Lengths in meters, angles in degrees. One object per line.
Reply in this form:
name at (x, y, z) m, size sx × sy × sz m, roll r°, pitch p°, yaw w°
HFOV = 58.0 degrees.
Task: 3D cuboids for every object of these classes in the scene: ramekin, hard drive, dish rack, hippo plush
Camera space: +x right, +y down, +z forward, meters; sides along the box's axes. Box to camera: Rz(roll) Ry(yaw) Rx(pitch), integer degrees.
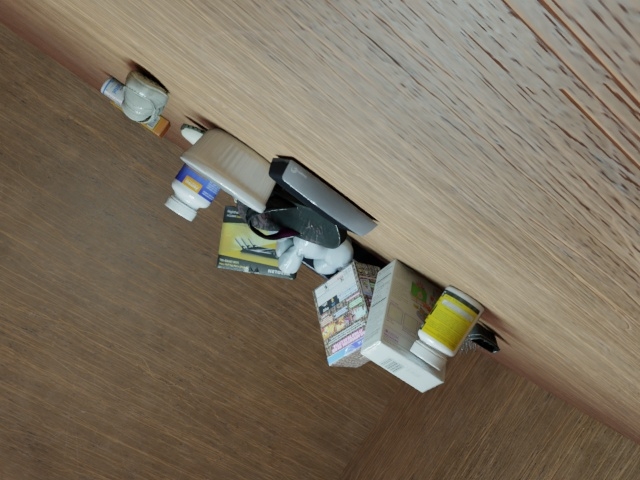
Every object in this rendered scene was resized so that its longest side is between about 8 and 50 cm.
ramekin at (-0.241, -0.201, 1.609) m, size 0.273 × 0.127 × 0.273 m, roll 34°, pitch 177°, yaw 2°
hard drive at (-0.001, -0.099, 1.333) m, size 0.254 × 0.054 × 0.172 m, roll 35°, pitch 177°, yaw -22°
dish rack at (0.483, 0.364, 2.079) m, size 0.271 × 0.074 × 0.208 m, roll -17°, pitch 148°, yaw 31°
hippo plush at (0.000, 0.000, 2.060) m, size 0.236 × 0.234 × 0.294 m, roll 16°, pitch 143°, yaw -28°

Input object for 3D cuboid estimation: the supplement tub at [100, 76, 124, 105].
supplement tub at (-0.735, -0.538, 2.100) m, size 0.107 × 0.071 × 0.071 m, roll 34°, pitch 177°, yaw -13°

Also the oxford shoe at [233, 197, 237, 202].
oxford shoe at (-0.261, -0.184, 2.123) m, size 0.169 × 0.130 × 0.449 m, roll 36°, pitch 176°, yaw -8°

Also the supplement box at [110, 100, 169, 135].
supplement box at (-0.729, -0.515, 2.343) m, size 0.233 × 0.080 × 0.078 m, roll 36°, pitch 175°, yaw -5°

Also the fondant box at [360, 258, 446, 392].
fondant box at (0.266, 0.250, 1.730) m, size 0.238 × 0.330 × 0.096 m, roll 35°, pitch 134°, yaw -15°

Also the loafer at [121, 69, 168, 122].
loafer at (-0.470, -0.368, 1.529) m, size 0.112 × 0.111 × 0.319 m, roll 34°, pitch 177°, yaw -9°

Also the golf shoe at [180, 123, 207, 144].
golf shoe at (-0.332, -0.257, 1.797) m, size 0.273 × 0.120 × 0.105 m, roll 36°, pitch 178°, yaw -10°

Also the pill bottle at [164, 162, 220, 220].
pill bottle at (-0.420, -0.209, 2.009) m, size 0.152 × 0.272 × 0.152 m, roll 33°, pitch 177°, yaw 2°

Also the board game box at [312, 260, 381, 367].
board game box at (0.121, 0.259, 1.996) m, size 0.141 × 0.232 × 0.291 m, roll 13°, pitch -128°, yaw -39°

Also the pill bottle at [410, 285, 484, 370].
pill bottle at (0.341, 0.239, 1.566) m, size 0.119 × 0.208 × 0.119 m, roll 34°, pitch 177°, yaw 2°

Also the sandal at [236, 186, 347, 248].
sandal at (-0.122, -0.066, 1.713) m, size 0.445 × 0.107 × 0.168 m, roll 14°, pitch 132°, yaw 42°

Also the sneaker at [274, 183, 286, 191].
sneaker at (-0.146, -0.161, 1.918) m, size 0.158 × 0.061 × 0.065 m, roll 34°, pitch 169°, yaw -39°

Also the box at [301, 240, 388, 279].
box at (0.104, 0.106, 2.318) m, size 0.343 × 0.179 × 0.312 m, roll 34°, pitch 175°, yaw 1°

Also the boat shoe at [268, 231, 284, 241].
boat shoe at (-0.065, -0.078, 1.836) m, size 0.113 × 0.105 × 0.306 m, roll 50°, pitch 150°, yaw -2°

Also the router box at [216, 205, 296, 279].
router box at (-0.228, 0.006, 2.219) m, size 0.308 × 0.243 × 0.081 m, roll 8°, pitch -177°, yaw 2°
